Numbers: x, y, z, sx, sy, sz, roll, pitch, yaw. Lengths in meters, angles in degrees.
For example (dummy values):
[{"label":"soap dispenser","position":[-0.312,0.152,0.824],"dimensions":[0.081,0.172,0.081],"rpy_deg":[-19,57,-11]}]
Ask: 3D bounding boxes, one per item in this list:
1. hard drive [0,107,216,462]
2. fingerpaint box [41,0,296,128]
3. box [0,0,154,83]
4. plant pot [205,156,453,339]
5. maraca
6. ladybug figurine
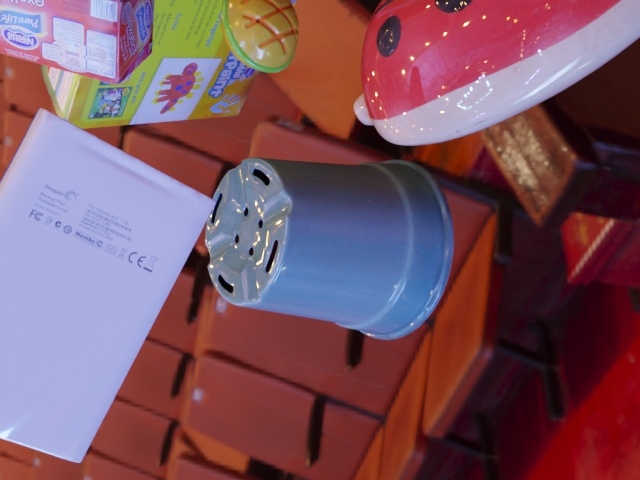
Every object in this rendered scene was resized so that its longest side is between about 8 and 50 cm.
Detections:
[{"label":"hard drive","position":[-0.270,0.053,0.995],"dimensions":[0.040,0.210,0.319],"rpy_deg":[24,86,58]},{"label":"fingerpaint box","position":[-0.260,-0.406,1.693],"dimensions":[0.163,0.371,0.445],"rpy_deg":[65,145,23]},{"label":"box","position":[-0.370,-0.325,1.329],"dimensions":[0.123,0.256,0.128],"rpy_deg":[-63,-14,-54]},{"label":"plant pot","position":[0.000,0.000,1.693],"dimensions":[0.341,0.334,0.341],"rpy_deg":[-11,76,50]},{"label":"maraca","position":[-0.088,-0.327,1.369],"dimensions":[0.099,0.127,0.186],"rpy_deg":[-22,67,45]},{"label":"ladybug figurine","position":[0.219,-0.277,1.107],"dimensions":[0.449,0.162,0.305],"rpy_deg":[-32,27,14]}]
